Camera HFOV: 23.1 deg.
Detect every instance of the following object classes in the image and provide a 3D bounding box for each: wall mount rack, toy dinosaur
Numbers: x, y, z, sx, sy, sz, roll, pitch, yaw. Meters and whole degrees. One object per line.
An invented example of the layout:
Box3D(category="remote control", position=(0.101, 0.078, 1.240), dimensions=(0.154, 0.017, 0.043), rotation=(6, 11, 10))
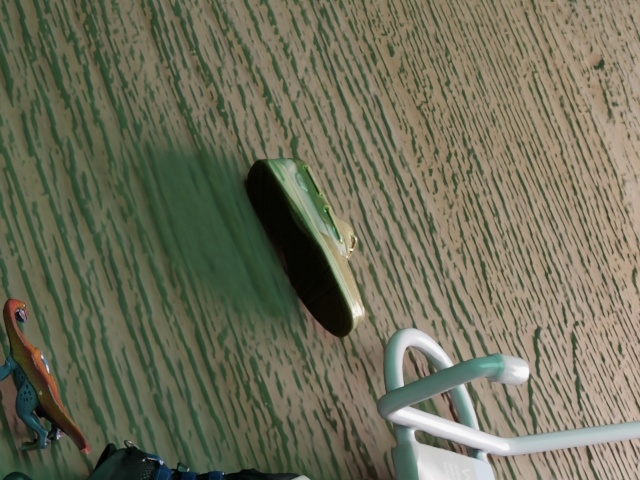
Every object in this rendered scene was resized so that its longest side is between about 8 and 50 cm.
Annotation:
Box3D(category="wall mount rack", position=(0.167, 0.208, 0.995), dimensions=(0.304, 0.130, 0.350), rotation=(22, 49, -53))
Box3D(category="toy dinosaur", position=(-0.159, 0.074, 0.883), dimensions=(0.047, 0.090, 0.082), rotation=(-18, 106, -57))

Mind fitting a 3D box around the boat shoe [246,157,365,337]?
Box3D(category="boat shoe", position=(0.000, 0.000, 1.054), dimensions=(0.045, 0.050, 0.135), rotation=(-16, 73, -36))

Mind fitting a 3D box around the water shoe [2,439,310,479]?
Box3D(category="water shoe", position=(-0.091, 0.145, 0.881), dimensions=(0.203, 0.073, 0.080), rotation=(-8, 62, -40))
